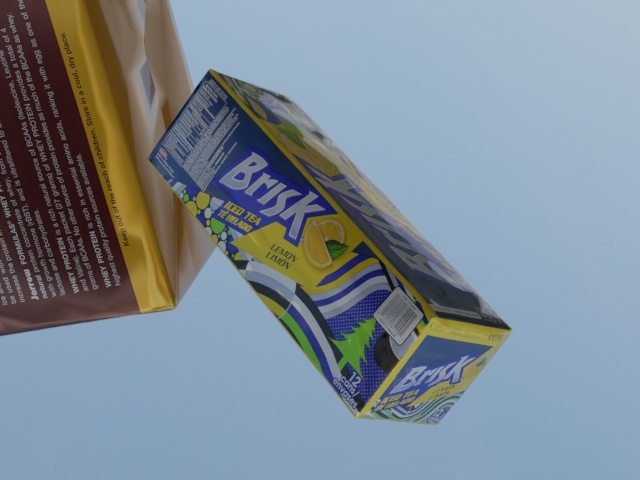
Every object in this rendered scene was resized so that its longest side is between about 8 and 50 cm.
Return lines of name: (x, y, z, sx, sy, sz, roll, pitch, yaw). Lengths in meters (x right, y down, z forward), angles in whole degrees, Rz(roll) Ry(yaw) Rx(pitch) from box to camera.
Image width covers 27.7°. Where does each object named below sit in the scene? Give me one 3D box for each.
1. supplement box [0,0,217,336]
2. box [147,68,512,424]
supplement box: (-0.178, -0.058, 0.716, 0.194, 0.191, 0.129, -10, -161, 14)
box: (0.000, 0.000, 0.545, 0.059, 0.054, 0.169, 13, -151, -49)
